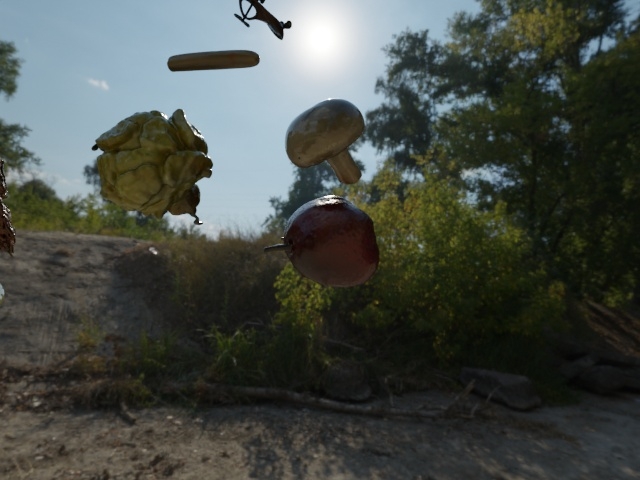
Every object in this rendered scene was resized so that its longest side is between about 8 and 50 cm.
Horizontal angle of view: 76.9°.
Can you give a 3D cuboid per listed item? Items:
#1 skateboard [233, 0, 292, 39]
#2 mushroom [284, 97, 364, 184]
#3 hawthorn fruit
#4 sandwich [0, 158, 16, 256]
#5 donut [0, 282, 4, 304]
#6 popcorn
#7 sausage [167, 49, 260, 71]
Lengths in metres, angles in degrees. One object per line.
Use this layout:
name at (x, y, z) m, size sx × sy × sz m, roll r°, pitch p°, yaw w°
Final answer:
skateboard at (-0.156, -0.583, 1.059) m, size 0.151 × 0.080 × 0.067 m, roll 29°, pitch 9°, yaw -34°
mushroom at (0.025, -0.229, 0.988) m, size 0.207 × 0.207 × 0.215 m, roll -3°, pitch -50°, yaw 48°
hawthorn fruit at (0.000, 0.000, 0.941) m, size 0.265 × 0.210 × 0.230 m, roll 0°, pitch 34°, yaw -18°
sandwich at (-0.487, -0.054, 0.506) m, size 0.159 × 0.235 × 0.079 m, roll -9°, pitch 15°, yaw -34°
donut at (-0.718, 0.134, 0.563) m, size 0.448 × 0.198 × 0.449 m, roll 0°, pitch 18°, yaw 0°
popcorn at (-0.258, -0.105, 0.643) m, size 0.173 × 0.168 × 0.195 m, roll 32°, pitch -27°, yaw -7°
sausage at (-0.143, -0.240, 0.538) m, size 0.132 × 0.024 × 0.024 m, roll 3°, pitch -8°, yaw 15°
